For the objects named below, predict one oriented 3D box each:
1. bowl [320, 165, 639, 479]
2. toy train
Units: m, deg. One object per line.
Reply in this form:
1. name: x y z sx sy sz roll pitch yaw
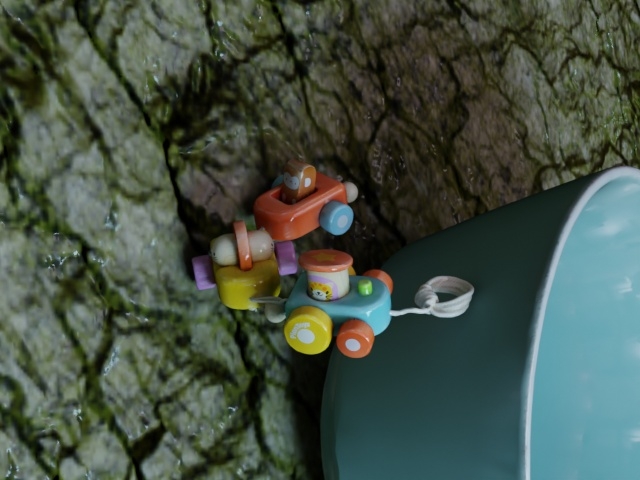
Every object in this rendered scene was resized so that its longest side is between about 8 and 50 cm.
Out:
1. bowl: 0.112 0.110 0.939 0.311 0.163 0.311 -4 95 -59
2. toy train: 0.000 0.000 0.845 0.125 0.166 0.046 -26 126 -26
